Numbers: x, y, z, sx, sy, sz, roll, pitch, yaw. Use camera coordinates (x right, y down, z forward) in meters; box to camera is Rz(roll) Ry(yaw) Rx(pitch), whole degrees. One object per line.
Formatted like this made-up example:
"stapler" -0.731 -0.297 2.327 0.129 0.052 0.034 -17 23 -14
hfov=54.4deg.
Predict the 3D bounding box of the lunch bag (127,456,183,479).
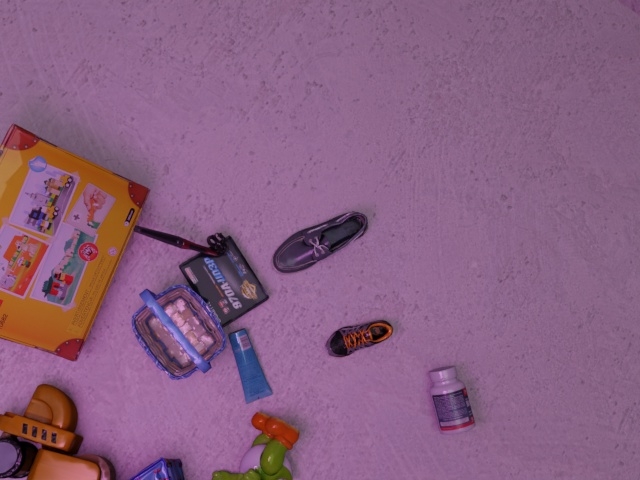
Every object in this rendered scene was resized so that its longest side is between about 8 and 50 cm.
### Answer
"lunch bag" -0.488 0.682 1.583 0.293 0.221 0.138 -25 73 -10

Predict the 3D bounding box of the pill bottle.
"pill bottle" 0.379 0.465 1.825 0.108 0.108 0.180 -12 83 -11

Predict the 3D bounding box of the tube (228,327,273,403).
"tube" -0.206 0.357 1.782 0.080 0.052 0.207 -18 89 -7

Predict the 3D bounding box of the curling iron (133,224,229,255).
"curling iron" -0.381 -0.006 1.721 0.274 0.035 0.068 11 86 -30

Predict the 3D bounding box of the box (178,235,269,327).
"box" -0.279 0.122 1.806 0.175 0.051 0.220 -31 86 -14

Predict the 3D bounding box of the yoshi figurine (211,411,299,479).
"yoshi figurine" -0.214 0.635 1.653 0.203 0.203 0.362 15 69 26

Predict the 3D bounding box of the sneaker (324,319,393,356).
"sneaker" 0.115 0.282 1.827 0.215 0.083 0.084 -20 86 -11

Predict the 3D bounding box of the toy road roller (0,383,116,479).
"toy road roller" -0.671 0.516 1.604 0.330 0.202 0.240 19 67 -4

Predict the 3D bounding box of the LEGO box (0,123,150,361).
"LEGO box" -0.728 0.015 1.618 0.372 0.193 0.500 27 76 -28

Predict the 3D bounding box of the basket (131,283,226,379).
"basket" -0.377 0.236 1.648 0.201 0.289 0.254 -37 91 -8

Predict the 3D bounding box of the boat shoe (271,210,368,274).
"boat shoe" 0.000 0.000 1.848 0.319 0.099 0.116 -26 86 -13
